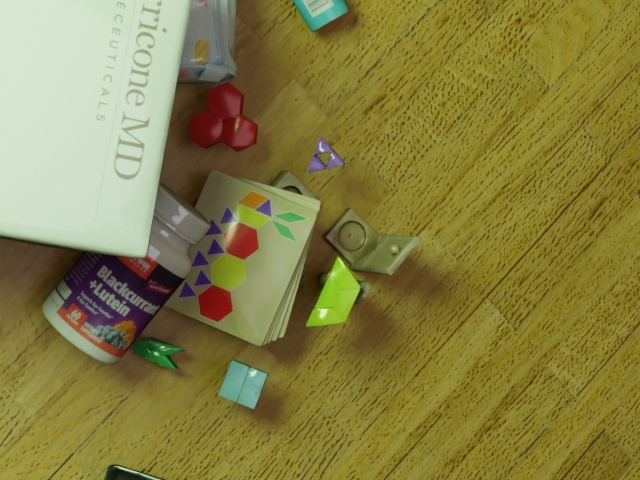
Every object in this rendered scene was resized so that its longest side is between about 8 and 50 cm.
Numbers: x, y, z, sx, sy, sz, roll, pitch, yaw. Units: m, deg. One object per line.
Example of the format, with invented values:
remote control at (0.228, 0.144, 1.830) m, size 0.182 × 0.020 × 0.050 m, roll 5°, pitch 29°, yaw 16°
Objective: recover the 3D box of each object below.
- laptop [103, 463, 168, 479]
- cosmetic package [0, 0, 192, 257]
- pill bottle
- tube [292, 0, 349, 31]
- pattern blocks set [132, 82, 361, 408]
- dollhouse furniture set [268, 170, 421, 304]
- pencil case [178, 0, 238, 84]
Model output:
laptop at (-0.092, 0.508, 1.884) m, size 0.408 × 0.236 × 0.382 m, roll 22°, pitch 84°, yaw -49°
cosmetic package at (-0.373, -0.178, 1.585) m, size 0.393 × 0.327 × 0.329 m, roll 11°, pitch 88°, yaw -22°
pill bottle at (-0.212, 0.034, 1.749) m, size 0.108 × 0.108 × 0.193 m, roll 38°, pitch 93°, yaw -18°
tube at (-0.038, -0.349, 1.858) m, size 0.080 × 0.052 × 0.207 m, roll -32°, pitch 98°, yaw -22°
pattern blocks set at (-0.091, 0.015, 1.812) m, size 0.285 × 0.026 × 0.325 m, roll 31°, pitch 92°, yaw 1°
dollhouse furniture set at (0.000, 0.000, 1.842) m, size 0.151 × 0.123 × 0.144 m, roll 45°, pitch 77°, yaw -17°
pencil case at (-0.143, -0.310, 1.766) m, size 0.113 × 0.124 × 0.273 m, roll 9°, pitch 83°, yaw -57°
